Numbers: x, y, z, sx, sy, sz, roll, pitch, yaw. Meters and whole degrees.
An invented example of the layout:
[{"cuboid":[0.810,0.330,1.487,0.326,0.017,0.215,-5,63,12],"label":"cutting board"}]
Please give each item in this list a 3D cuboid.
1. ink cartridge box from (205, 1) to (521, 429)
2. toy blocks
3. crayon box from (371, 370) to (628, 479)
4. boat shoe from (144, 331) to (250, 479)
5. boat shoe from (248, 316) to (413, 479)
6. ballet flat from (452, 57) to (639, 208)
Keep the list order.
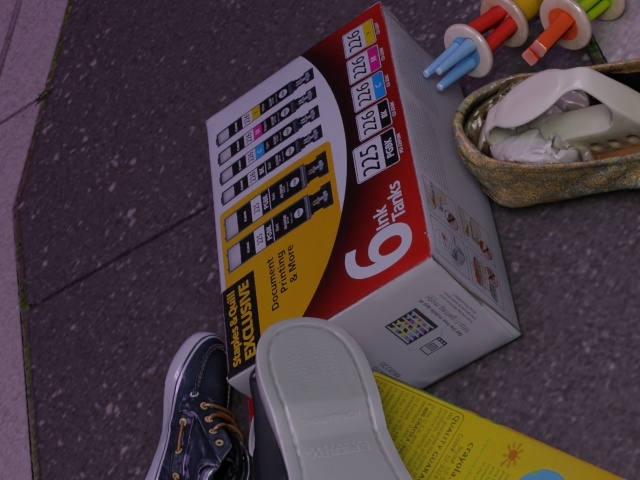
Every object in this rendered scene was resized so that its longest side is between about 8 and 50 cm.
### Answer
[{"cuboid":[0.000,0.000,1.429,0.271,0.130,0.309,-33,41,23],"label":"ink cartridge box"},{"cuboid":[0.167,-0.173,1.428,0.148,0.054,0.123,-41,31,-28],"label":"toy blocks"},{"cuboid":[0.104,0.232,1.167,0.318,0.081,0.202,21,75,52],"label":"crayon box"},{"cuboid":[-0.091,0.164,1.441,0.083,0.065,0.183,-7,61,40],"label":"boat shoe"},{"cuboid":[0.012,0.190,1.159,0.114,0.091,0.303,1,45,-8],"label":"boat shoe"},{"cuboid":[0.247,-0.100,1.279,0.348,0.123,0.123,-10,52,39],"label":"ballet flat"}]
